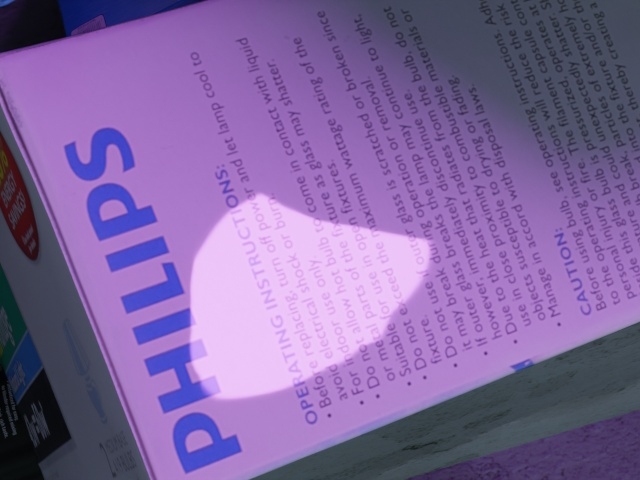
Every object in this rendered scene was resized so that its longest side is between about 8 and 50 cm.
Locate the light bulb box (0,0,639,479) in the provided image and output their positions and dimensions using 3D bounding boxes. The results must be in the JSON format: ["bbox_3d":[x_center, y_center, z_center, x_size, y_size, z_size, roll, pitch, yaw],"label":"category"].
[{"bbox_3d":[0.000,0.000,0.842,0.361,0.225,0.358,-19,173,-20],"label":"light bulb box"}]

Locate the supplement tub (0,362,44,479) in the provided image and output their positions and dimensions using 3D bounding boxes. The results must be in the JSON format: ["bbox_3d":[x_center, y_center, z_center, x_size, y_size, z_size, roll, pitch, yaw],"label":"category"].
[{"bbox_3d":[-0.175,0.133,1.251,0.316,0.193,0.193,-20,160,12],"label":"supplement tub"}]

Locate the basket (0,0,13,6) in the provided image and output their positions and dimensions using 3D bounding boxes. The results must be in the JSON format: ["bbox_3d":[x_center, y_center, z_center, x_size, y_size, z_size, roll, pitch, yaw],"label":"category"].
[{"bbox_3d":[-0.132,-0.192,0.461,0.289,0.201,0.255,-47,177,-34],"label":"basket"}]

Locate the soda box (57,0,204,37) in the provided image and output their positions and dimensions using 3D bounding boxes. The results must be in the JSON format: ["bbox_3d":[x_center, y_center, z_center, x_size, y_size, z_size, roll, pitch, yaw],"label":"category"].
[{"bbox_3d":[-0.038,-0.157,0.779,0.210,0.067,0.071,-23,159,18],"label":"soda box"}]
